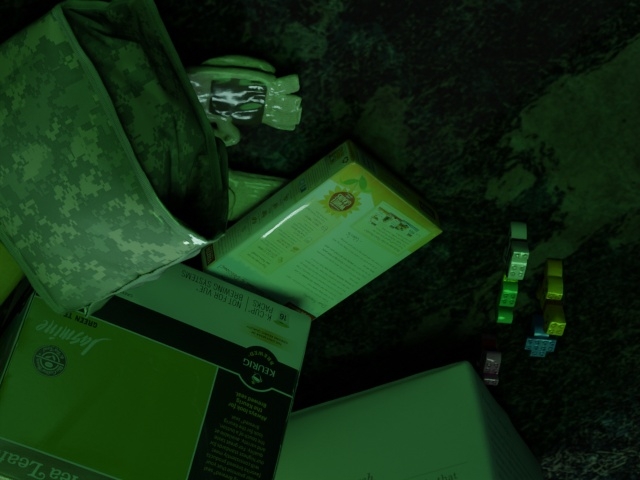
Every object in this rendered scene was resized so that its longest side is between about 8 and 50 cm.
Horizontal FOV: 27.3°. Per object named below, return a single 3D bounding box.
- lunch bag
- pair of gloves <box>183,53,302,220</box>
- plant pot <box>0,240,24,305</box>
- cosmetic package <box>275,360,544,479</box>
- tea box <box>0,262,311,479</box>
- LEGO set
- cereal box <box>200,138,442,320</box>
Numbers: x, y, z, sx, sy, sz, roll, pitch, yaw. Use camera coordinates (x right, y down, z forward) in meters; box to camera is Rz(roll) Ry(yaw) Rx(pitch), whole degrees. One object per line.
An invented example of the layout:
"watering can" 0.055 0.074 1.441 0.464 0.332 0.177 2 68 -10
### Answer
"lunch bag" -0.236 -0.082 1.376 0.235 0.169 0.287 -25 91 34
"pair of gloves" -0.126 -0.113 1.515 0.204 0.042 0.240 0 132 -6
"plant pot" -0.452 0.001 1.510 0.187 0.212 0.212 -32 121 8
"cosmetic package" 0.122 0.427 1.650 0.327 0.393 0.329 -20 140 15
"tea box" -0.226 0.202 1.541 0.329 0.323 0.220 24 147 -15
"LEGO set" 0.259 0.097 1.634 0.087 0.093 0.227 5 126 -3
"cereal box" 0.000 0.000 1.574 0.240 0.047 0.173 -34 132 23
